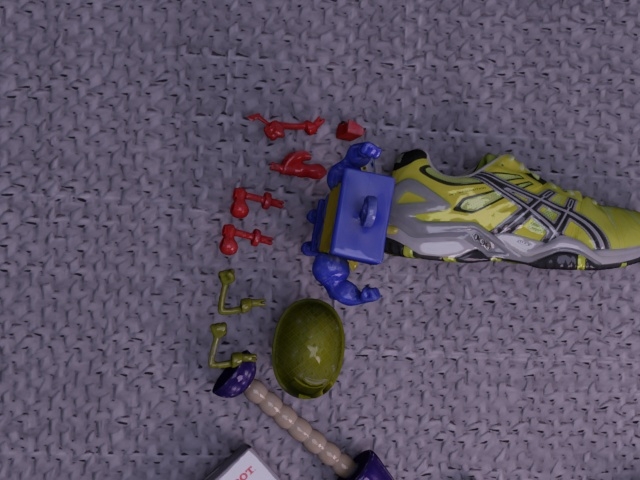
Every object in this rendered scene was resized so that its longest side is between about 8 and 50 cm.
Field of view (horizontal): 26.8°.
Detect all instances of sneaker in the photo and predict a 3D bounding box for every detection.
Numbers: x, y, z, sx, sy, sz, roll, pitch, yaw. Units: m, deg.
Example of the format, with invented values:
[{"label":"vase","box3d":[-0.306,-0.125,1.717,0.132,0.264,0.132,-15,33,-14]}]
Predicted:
[{"label":"sneaker","box3d":[0.268,-0.039,1.748,0.385,0.145,0.147,3,90,-13]}]

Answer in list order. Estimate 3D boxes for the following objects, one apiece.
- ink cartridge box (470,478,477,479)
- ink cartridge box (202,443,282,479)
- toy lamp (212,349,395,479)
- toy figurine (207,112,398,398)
[{"label":"ink cartridge box","box3d":[0.217,0.392,1.788,0.088,0.052,0.122,-42,97,-8]},{"label":"ink cartridge box","box3d":[-0.079,0.380,1.700,0.148,0.086,0.203,-42,91,-9]},{"label":"toy lamp","box3d":[-0.013,0.254,1.728,0.275,0.080,0.080,39,84,-10]},{"label":"toy figurine","box3d":[0.000,0.000,1.622,0.191,0.217,0.362,16,77,-19]}]
